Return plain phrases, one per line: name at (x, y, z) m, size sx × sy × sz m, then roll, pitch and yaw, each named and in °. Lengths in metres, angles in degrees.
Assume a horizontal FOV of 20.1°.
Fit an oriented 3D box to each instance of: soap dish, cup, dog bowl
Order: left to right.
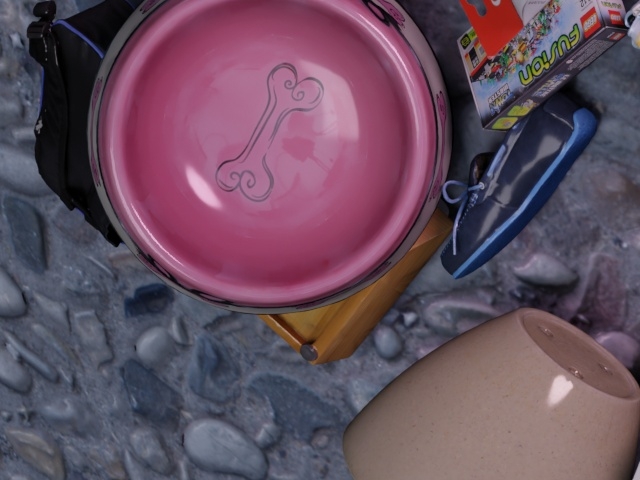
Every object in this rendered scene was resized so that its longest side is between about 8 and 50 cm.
dog bowl at (-0.055, -0.110, 1.929) m, size 0.408 × 0.150 × 0.408 m, roll 0°, pitch 97°, yaw 0°
soap dish at (0.000, 0.000, 2.155) m, size 0.229 × 0.118 × 0.291 m, roll 43°, pitch 135°, yaw 7°
cup at (0.225, 0.217, 2.023) m, size 0.331 × 0.331 × 0.237 m, roll 37°, pitch 108°, yaw 12°

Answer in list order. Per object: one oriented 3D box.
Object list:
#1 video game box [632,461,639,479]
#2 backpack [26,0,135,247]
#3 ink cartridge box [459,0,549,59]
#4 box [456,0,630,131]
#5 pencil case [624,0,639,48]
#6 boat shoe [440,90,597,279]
video game box at (0.391, 0.239, 1.957) m, size 0.048 × 0.187 × 0.205 m, roll 29°, pitch 133°, yaw 20°
backpack at (-0.228, -0.136, 2.178) m, size 0.276 × 0.213 × 0.263 m, roll 47°, pitch 135°, yaw 21°
ink cartridge box at (0.179, -0.291, 1.823) m, size 0.179 × 0.045 × 0.145 m, roll -44°, pitch 63°, yaw 44°
box at (0.226, -0.210, 1.844) m, size 0.207 × 0.036 × 0.114 m, roll -41°, pitch 55°, yaw 47°
pencil case at (0.391, -0.265, 1.655) m, size 0.124 × 0.113 × 0.273 m, roll 25°, pitch 135°, yaw -7°
boat shoe at (0.205, -0.068, 1.973) m, size 0.089 × 0.109 × 0.258 m, roll 45°, pitch 121°, yaw 14°
